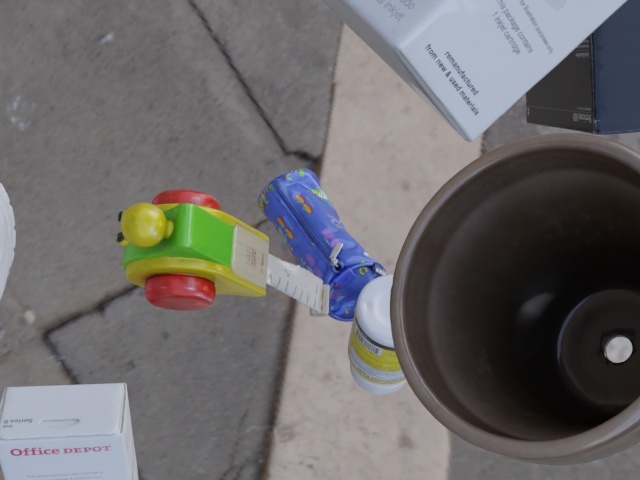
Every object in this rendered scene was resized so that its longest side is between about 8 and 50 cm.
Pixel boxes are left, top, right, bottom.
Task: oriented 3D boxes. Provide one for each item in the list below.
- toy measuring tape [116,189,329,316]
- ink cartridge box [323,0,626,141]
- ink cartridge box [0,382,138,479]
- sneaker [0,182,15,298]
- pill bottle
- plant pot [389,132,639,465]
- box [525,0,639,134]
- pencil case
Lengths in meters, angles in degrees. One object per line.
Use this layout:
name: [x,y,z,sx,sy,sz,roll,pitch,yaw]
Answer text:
toy measuring tape: [-0.108,0.027,1.095,0.330,0.121,0.121,31,57,-58]
ink cartridge box: [0.120,-0.230,0.662,0.273,0.197,0.114,-42,140,5]
ink cartridge box: [-0.315,0.285,1.354,0.154,0.212,0.093,-3,41,-4]
sneaker: [-0.312,-0.043,0.825,0.111,0.297,0.129,-10,39,-5]
pill bottle: [0.103,0.151,1.644,0.119,0.208,0.119,2,59,-4]
plant pot: [0.223,0.068,0.916,0.229,0.263,0.263,29,60,-54]
box: [0.281,-0.207,1.083,0.103,0.261,0.184,-3,99,-2]
pencil case: [0.000,0.000,1.803,0.119,0.306,0.133,-33,138,-1]
